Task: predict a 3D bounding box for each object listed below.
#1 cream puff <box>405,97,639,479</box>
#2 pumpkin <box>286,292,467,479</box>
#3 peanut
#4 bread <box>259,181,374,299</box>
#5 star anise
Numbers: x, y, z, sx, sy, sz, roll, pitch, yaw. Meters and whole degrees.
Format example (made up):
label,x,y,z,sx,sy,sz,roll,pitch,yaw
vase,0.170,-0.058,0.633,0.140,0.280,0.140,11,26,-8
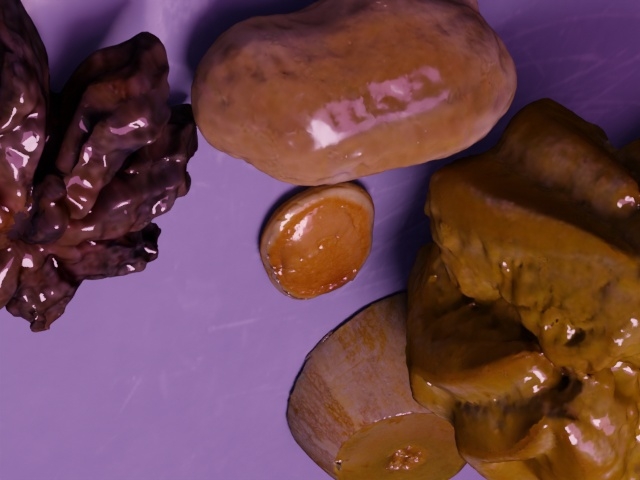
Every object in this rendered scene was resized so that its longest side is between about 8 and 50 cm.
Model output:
label,x,y,z,sx,sy,sz,roll,pitch,yaw
cream puff,0.180,0.055,0.678,0.270,0.323,0.274,32,85,-52
pumpkin,0.082,0.164,0.869,0.218,0.110,0.217,-18,136,-18
peanut,0.027,-0.105,0.605,0.224,0.129,0.129,-18,131,-20
bread,0.000,0.000,0.737,0.110,0.024,0.110,-18,132,-22
star anise,-0.178,-0.030,0.544,0.223,0.109,0.236,7,121,-32
